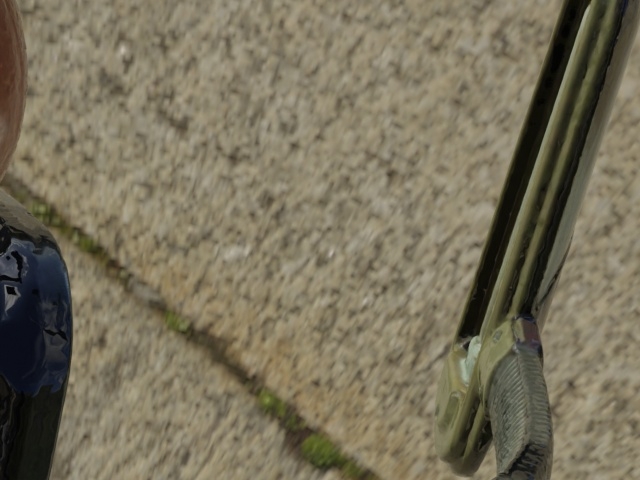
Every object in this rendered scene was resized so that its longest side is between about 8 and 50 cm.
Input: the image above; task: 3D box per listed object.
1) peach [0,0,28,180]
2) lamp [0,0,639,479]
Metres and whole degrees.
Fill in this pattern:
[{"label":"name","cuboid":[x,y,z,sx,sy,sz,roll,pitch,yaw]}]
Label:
[{"label":"peach","cuboid":[-0.290,-0.074,0.960,0.245,0.274,0.248,5,32,-25]},{"label":"lamp","cuboid":[0.006,0.002,0.461,0.283,0.203,0.124,-4,21,-44]}]
